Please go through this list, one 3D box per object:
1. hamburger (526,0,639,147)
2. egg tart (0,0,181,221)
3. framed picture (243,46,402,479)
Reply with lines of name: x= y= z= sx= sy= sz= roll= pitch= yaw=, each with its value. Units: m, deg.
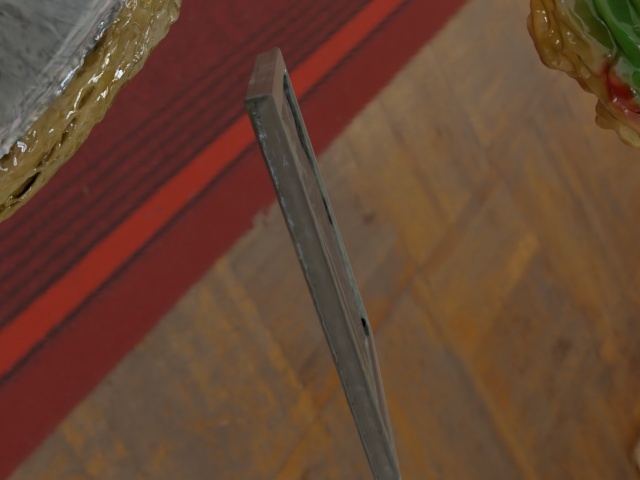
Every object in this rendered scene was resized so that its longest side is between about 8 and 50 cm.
hamburger: x=0.240 y=-0.172 z=1.079 sx=0.237 sy=0.149 sz=0.237 roll=27 pitch=52 yaw=-40
egg tart: x=-0.157 y=-0.094 z=0.704 sx=0.094 sy=0.234 sz=0.234 roll=38 pitch=42 yaw=-25
framed picture: x=0.000 y=0.000 z=0.956 sx=0.324 sy=0.020 sz=0.240 roll=-96 pitch=168 yaw=-80
